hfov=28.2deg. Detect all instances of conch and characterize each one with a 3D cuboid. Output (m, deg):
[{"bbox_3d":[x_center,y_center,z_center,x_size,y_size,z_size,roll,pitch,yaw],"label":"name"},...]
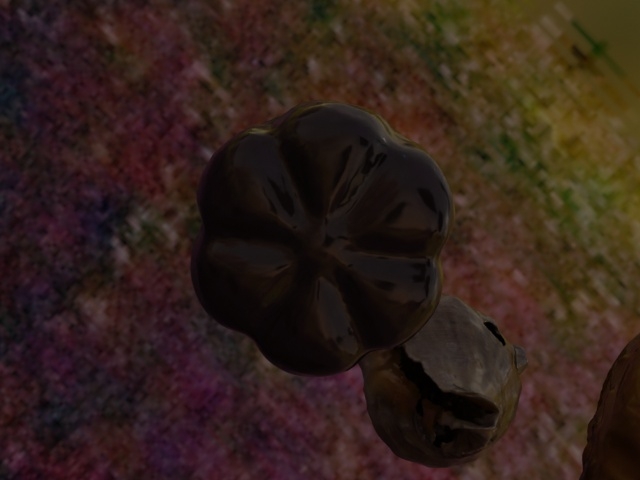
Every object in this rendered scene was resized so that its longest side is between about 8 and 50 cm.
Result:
[{"bbox_3d":[0.144,0.154,1.551,0.263,0.186,0.324,46,-21,-10],"label":"conch"}]

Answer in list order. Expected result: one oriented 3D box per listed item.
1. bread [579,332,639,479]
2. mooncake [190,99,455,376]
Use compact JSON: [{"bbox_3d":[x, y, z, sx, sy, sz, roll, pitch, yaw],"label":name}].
[{"bbox_3d":[0.119,0.134,0.418,0.083,0.211,0.114,7,-23,20],"label":"bread"},{"bbox_3d":[0.000,0.000,1.110,0.245,0.245,0.133,42,7,-7],"label":"mooncake"}]
